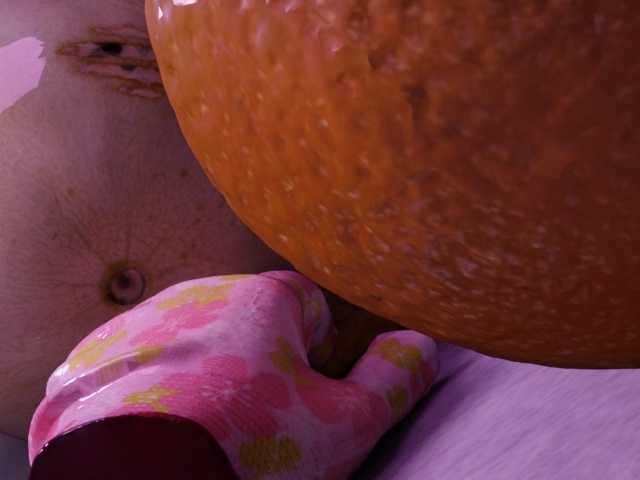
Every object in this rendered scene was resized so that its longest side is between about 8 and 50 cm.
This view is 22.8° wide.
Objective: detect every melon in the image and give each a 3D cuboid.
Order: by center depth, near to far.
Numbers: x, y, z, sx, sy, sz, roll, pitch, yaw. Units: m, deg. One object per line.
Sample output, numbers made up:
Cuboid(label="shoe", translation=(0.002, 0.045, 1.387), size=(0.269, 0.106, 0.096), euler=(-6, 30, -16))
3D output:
Cuboid(label="melon", translation=(-0.140, -0.022, 0.916), size=(0.268, 0.268, 0.330), euler=(-35, 23, -3))

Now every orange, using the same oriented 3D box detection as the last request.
Cuboid(label="orange", translation=(0.077, -0.086, 0.446), size=(0.264, 0.264, 0.264), euler=(-35, 2, 2))

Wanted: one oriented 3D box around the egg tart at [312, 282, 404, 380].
Cuboid(label="egg tart", translation=(0.041, -0.026, 1.094), size=(0.351, 0.153, 0.339), euler=(-37, 5, 28))

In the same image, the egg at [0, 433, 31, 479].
Cuboid(label="egg", translation=(-0.256, 0.150, 1.044), size=(0.283, 0.203, 0.203), euler=(-39, 4, -36))

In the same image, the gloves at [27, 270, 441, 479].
Cuboid(label="gloves", translation=(-0.040, 0.070, 0.719), size=(0.145, 0.126, 0.241), euler=(-37, 8, 19))
